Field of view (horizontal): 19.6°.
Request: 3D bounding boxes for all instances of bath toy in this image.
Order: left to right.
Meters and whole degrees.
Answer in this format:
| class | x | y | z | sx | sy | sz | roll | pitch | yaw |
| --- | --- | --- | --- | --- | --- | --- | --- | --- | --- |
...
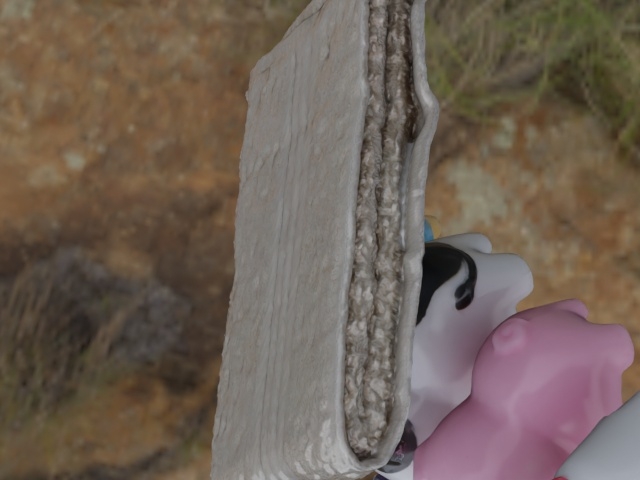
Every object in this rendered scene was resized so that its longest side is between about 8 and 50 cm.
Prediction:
| class | x | y | z | sx | sy | sz | roll | pitch | yaw |
| --- | --- | --- | --- | --- | --- | --- | --- | --- | --- |
| bath toy | 0.091 | 0.097 | 0.997 | 0.129 | 0.348 | 0.151 | -17 | 114 | -25 |

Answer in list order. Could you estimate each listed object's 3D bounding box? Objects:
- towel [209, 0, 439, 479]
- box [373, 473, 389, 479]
| class | x | y | z | sx | sy | sz | roll | pitch | yaw |
| --- | --- | --- | --- | --- | --- | --- | --- | --- | --- |
| towel | 0.000 | 0.000 | 0.964 | 0.049 | 0.282 | 0.187 | 12 | 159 | -18 |
| box | 0.147 | 0.252 | 1.360 | 0.153 | 0.207 | 0.108 | -9 | 120 | -41 |
